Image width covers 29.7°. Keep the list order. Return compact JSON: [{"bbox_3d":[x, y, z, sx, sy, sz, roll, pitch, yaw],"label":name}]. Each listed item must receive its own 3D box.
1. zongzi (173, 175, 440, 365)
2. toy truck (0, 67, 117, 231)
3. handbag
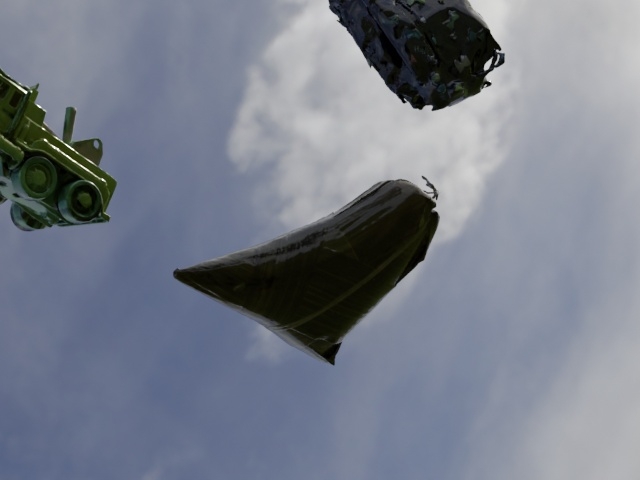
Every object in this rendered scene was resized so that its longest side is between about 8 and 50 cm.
[{"bbox_3d":[0.000,0.000,1.303,0.247,0.111,0.241,-47,-42,10],"label":"zongzi"},{"bbox_3d":[-0.341,-0.115,1.293,0.260,0.128,0.135,32,-114,-38],"label":"toy truck"},{"bbox_3d":[0.125,-0.286,1.641,0.162,0.260,0.113,-21,-24,-30],"label":"handbag"}]
